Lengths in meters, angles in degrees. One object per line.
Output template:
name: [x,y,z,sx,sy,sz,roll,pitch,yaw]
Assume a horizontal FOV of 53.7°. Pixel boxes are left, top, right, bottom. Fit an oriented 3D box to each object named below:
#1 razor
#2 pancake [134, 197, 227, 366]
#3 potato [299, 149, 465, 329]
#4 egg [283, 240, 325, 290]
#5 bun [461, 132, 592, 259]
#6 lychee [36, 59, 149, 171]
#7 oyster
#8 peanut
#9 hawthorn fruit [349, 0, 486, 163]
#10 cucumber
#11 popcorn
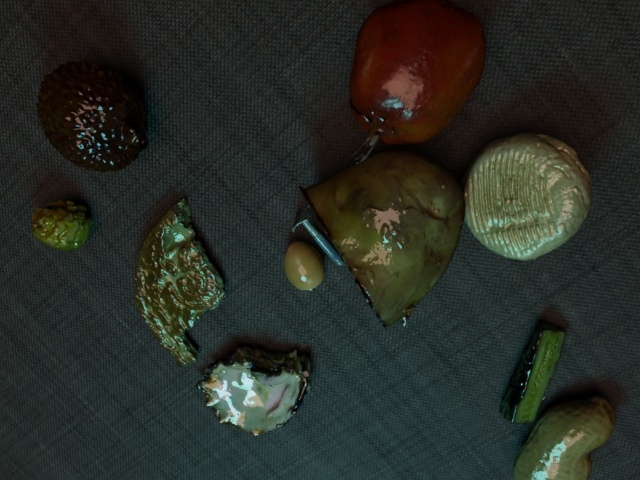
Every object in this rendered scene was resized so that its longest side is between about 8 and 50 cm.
razor: [0.000,0.000,1.237,0.040,0.068,0.135,-32,113,21]
pancake: [-0.287,0.094,1.323,0.197,0.054,0.377,12,113,8]
potato: [0.140,-0.024,1.107,0.237,0.289,0.301,-31,73,1]
egg: [-0.033,0.047,1.239,0.080,0.080,0.096,-11,111,14]
bun: [0.357,-0.083,1.091,0.220,0.134,0.220,9,105,36]
lychee: [-0.406,-0.223,1.154,0.238,0.200,0.200,23,113,18]
oyster: [-0.134,0.313,1.356,0.259,0.092,0.198,-32,101,28]
peanut: [0.483,0.411,1.258,0.137,0.122,0.253,23,108,1]
hawthorn fruit: [0.135,-0.245,1.013,0.211,0.211,0.299,27,82,0]
cucumber: [0.414,0.257,1.249,0.078,0.062,0.211,3,108,-27]
popcorn: [-0.526,-0.035,1.287,0.116,0.120,0.106,35,79,-10]
